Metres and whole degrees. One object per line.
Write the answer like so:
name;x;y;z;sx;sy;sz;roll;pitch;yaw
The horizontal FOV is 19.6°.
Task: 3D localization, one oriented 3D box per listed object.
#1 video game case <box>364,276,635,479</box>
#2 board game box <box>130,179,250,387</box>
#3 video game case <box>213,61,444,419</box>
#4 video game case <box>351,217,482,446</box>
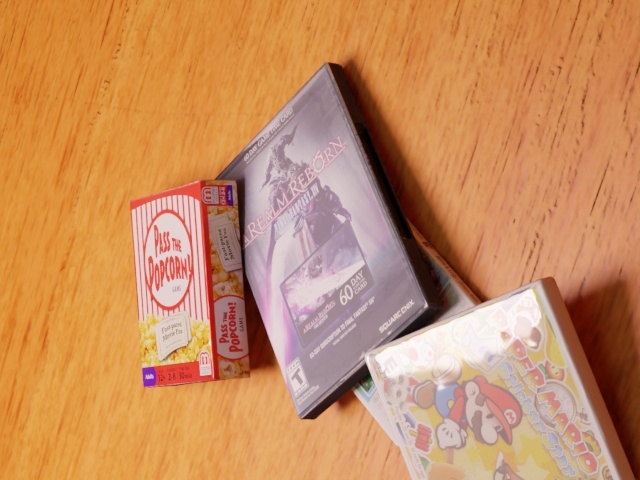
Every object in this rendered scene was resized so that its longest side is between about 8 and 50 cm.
video game case;0.154;0.168;1.556;0.206;0.026;0.227;-26;82;40
board game box;-0.130;0.045;1.831;0.146;0.045;0.194;-13;80;56
video game case;0.000;0.000;1.725;0.196;0.026;0.274;-44;56;36
video game case;0.073;0.081;1.674;0.143;0.019;0.157;50;121;34
